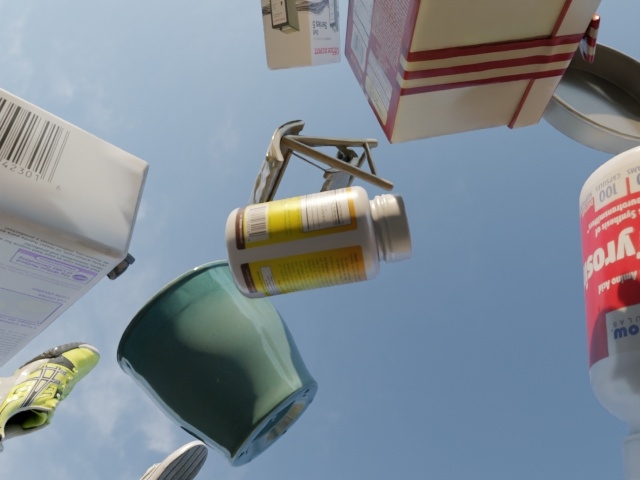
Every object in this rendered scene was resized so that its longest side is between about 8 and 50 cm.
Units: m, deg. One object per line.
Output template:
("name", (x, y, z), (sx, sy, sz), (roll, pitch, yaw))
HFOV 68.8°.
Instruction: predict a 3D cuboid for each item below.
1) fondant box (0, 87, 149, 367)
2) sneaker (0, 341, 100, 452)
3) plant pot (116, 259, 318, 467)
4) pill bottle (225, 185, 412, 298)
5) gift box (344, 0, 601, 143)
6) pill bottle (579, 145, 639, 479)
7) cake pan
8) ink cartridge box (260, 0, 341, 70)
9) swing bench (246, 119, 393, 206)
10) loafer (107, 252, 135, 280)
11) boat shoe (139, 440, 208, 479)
("fondant box", (-0.328, 0.000, 0.365), (0.330, 0.238, 0.096), (-32, -134, 35))
("sneaker", (-0.666, 0.371, 1.103), (0.147, 0.384, 0.145), (30, -69, 11))
("plant pot", (-0.150, 0.217, 0.790), (0.255, 0.271, 0.272), (42, -79, 23))
("pill bottle", (0.000, 0.000, 0.581), (0.214, 0.117, 0.118), (-9, -97, 5))
("gift box", (0.185, -0.290, 0.624), (0.257, 0.276, 0.255), (-11, -120, -9))
("pill bottle", (0.453, 0.095, 0.570), (0.228, 0.229, 0.408), (1, -120, 22))
("cake pan", (0.496, -0.258, 0.831), (0.292, 0.054, 0.294), (6, -127, -8))
("ink cartridge box", (-0.041, -0.526, 1.027), (0.114, 0.198, 0.273), (5, -66, 22))
("swing bench", (-0.027, -0.096, 0.981), (0.165, 0.254, 0.253), (-101, -150, -41))
("loafer", (-0.591, 0.001, 1.167), (0.096, 0.267, 0.084), (11, -119, 50))
("boat shoe", (-0.353, 0.519, 1.015), (0.075, 0.226, 0.083), (10, -49, 50))
